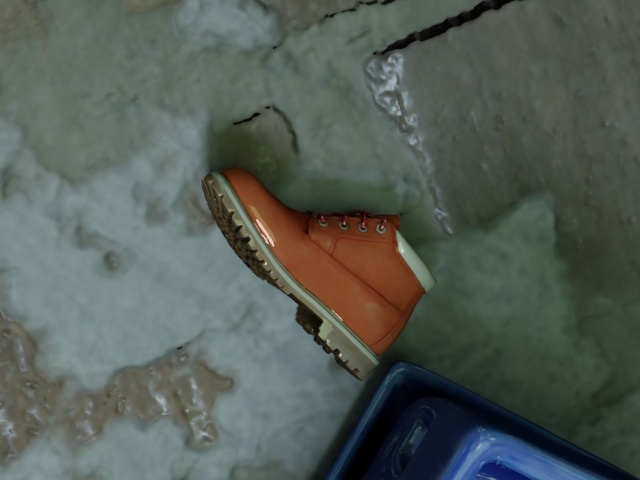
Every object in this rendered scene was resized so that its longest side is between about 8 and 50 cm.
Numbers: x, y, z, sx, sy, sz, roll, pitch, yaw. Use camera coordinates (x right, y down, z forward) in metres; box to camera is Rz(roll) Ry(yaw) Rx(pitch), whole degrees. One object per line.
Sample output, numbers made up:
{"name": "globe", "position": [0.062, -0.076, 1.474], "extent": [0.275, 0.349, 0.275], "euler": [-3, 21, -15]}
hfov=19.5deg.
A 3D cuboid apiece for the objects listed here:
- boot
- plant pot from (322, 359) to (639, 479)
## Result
{"name": "boot", "position": [0.000, 0.000, 1.075], "extent": [0.084, 0.059, 0.158], "euler": [-46, 117, -5]}
{"name": "plant pot", "position": [0.095, 0.214, 1.061], "extent": [0.236, 0.212, 0.236], "euler": [27, 95, -18]}
